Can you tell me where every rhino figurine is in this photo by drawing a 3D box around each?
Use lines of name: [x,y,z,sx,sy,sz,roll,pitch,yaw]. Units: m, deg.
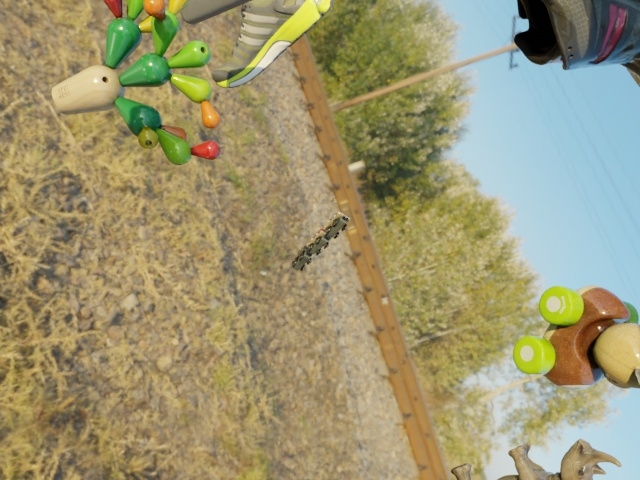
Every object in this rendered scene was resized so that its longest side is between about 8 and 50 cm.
rhino figurine: [0.283,0.326,0.762,0.073,0.243,0.106,6,57,-47]

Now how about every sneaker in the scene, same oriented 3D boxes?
sneaker: [-0.113,-0.404,1.097,0.121,0.300,0.111,48,33,-17]
sneaker: [0.446,-0.375,0.979,0.483,0.202,0.185,25,26,-26]

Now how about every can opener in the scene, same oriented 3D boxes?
can opener: [-0.098,-0.402,0.829,0.076,0.284,0.095,-55,129,-47]

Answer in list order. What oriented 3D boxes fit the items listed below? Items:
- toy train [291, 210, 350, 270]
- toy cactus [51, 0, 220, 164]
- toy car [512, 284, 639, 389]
toy train: [0.000,0.000,0.984,0.027,0.158,0.036,32,41,-16]
toy cactus: [-0.208,-0.177,0.632,0.112,0.181,0.218,-63,137,-80]
toy car: [0.377,0.157,0.730,0.155,0.148,0.188,12,18,-30]
